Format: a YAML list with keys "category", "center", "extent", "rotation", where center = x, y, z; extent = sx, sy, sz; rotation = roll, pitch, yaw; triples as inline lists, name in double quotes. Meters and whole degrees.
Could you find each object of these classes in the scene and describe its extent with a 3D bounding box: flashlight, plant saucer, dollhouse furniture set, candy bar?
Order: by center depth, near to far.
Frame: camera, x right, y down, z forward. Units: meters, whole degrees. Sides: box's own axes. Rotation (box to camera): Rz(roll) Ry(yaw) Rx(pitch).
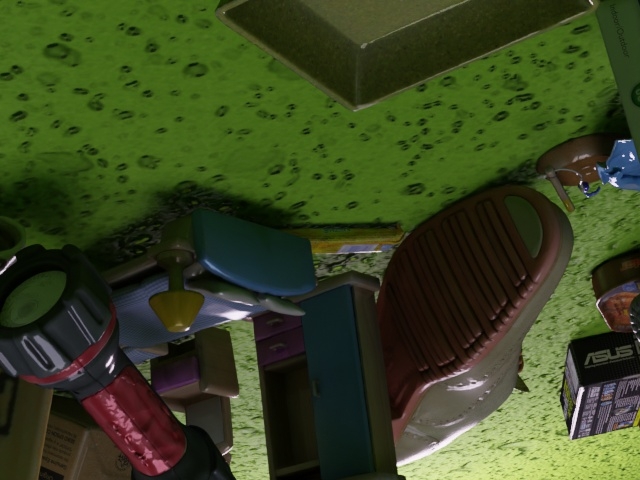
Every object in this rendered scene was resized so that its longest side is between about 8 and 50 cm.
- category: "plant saucer"
  center: [0.055, -0.161, 0.967]
  extent: [0.188, 0.045, 0.188]
  rotation: [-21, 157, 23]
- category: "flashlight"
  center: [-0.156, 0.133, 1.238]
  extent: [0.103, 0.103, 0.304]
  rotation: [-4, 136, 30]
- category: "plant saucer"
  center: [0.226, -0.065, 1.328]
  extent: [0.083, 0.015, 0.083]
  rotation: [-10, 158, -4]
- category: "dollhouse furniture set"
  center: [-0.115, 0.129, 1.362]
  extent: [0.286, 0.198, 0.303]
  rotation: [-21, 156, 33]
- category: "candy bar"
  center: [0.000, 0.000, 1.370]
  extent: [0.161, 0.018, 0.040]
  rotation: [-2, 160, -24]

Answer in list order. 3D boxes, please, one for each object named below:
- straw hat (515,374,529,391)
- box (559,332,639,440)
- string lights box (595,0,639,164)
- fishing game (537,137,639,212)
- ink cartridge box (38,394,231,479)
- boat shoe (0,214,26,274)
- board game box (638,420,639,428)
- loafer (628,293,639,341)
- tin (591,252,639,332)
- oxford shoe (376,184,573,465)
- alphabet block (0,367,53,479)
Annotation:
- category: "straw hat"
  center: [0.170, 0.094, 1.615]
  extent: [0.144, 0.144, 0.061]
  rotation: [21, 101, -54]
- category: "box"
  center: [0.414, 0.170, 1.940]
  extent: [0.216, 0.060, 0.270]
  rotation: [-13, 158, 2]
- category: "string lights box"
  center: [0.331, -0.136, 1.051]
  extent: [0.259, 0.133, 0.077]
  rotation: [-20, 156, 17]
- category: "fishing game"
  center: [0.309, -0.096, 1.268]
  extent: [0.264, 0.041, 0.189]
  rotation: [-25, 163, 15]
- category: "ink cartridge box"
  center: [-0.237, 0.215, 1.568]
  extent: [0.193, 0.088, 0.234]
  rotation: [13, 175, 36]
- category: "boat shoe"
  center: [-0.329, 0.004, 1.118]
  extent: [0.096, 0.098, 0.277]
  rotation: [-40, 161, 29]
- category: "board game box"
  center: [0.631, 0.230, 1.630]
  extent: [0.356, 0.356, 0.356]
  rotation: [-42, 157, 29]
- category: "loafer"
  center: [0.420, 0.044, 1.517]
  extent: [0.251, 0.094, 0.087]
  rotation: [-16, -172, 43]
- category: "tin"
  center: [0.348, 0.053, 1.653]
  extent: [0.106, 0.040, 0.190]
  rotation: [-13, 158, 14]
- category: "oxford shoe"
  center: [0.133, 0.083, 1.458]
  extent: [0.146, 0.141, 0.397]
  rotation: [1, 146, -32]
- category: "alphabet block"
  center: [-0.347, 0.168, 1.309]
  extent: [0.193, 0.197, 0.192]
  rotation: [19, 146, -24]
